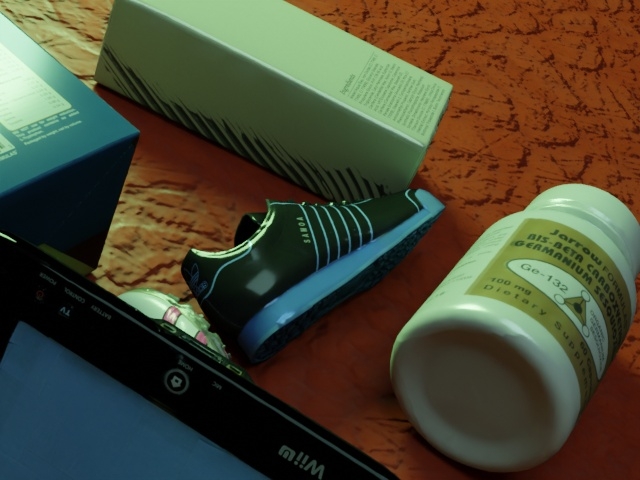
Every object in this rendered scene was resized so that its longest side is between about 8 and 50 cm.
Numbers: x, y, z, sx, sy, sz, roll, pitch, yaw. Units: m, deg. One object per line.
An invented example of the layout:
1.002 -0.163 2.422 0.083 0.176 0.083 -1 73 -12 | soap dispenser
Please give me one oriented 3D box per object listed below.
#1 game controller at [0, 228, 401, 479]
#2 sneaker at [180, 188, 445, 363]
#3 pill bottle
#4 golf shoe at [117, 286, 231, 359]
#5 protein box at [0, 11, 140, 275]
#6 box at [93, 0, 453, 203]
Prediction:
-0.099 0.123 0.628 0.319 0.166 0.067 31 27 6 | game controller
0.000 0.000 0.877 0.090 0.081 0.232 47 45 12 | sneaker
0.156 0.052 0.865 0.131 0.131 0.229 35 40 10 | pill bottle
-0.090 0.104 0.728 0.086 0.067 0.186 -16 55 -37 | golf shoe
-0.264 -0.049 0.746 0.201 0.136 0.200 40 42 16 | protein box
-0.037 -0.130 0.988 0.275 0.094 0.113 27 39 2 | box
